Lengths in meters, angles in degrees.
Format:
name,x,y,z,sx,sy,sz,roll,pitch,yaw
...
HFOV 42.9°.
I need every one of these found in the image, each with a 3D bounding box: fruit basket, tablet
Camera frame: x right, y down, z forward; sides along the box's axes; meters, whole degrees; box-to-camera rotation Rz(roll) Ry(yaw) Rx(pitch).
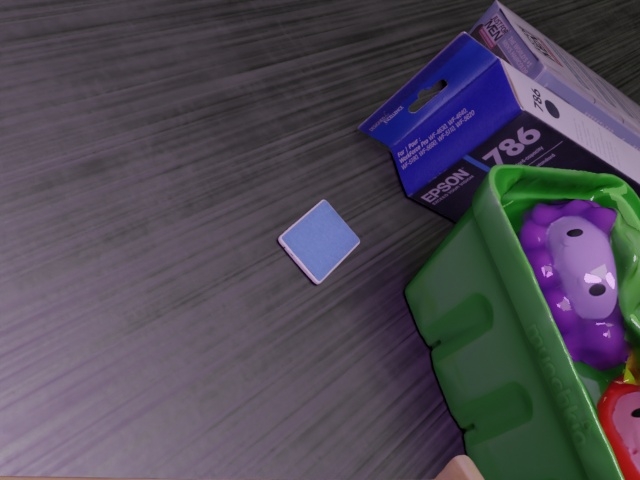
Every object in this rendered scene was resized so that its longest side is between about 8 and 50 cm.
name,x,y,z,sx,sy,sz,roll,pitch,yaw
fruit basket,0.300,0.086,0.670,0.283,0.392,0.392,-1,63,-42
tablet,0.000,0.000,0.731,0.054,0.006,0.083,49,41,-2

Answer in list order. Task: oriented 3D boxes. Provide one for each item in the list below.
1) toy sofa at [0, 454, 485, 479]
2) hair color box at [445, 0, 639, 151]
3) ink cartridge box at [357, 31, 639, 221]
name,x,y,z,sx,sy,sz,roll,pitch,yaw
toy sofa,-0.046,0.226,0.451,0.362,0.177,0.150,12,30,-35
hair color box,0.338,-0.123,1.004,0.374,0.113,0.185,27,29,-26
ink cartridge box,0.215,-0.069,0.851,0.332,0.165,0.065,25,47,-25
